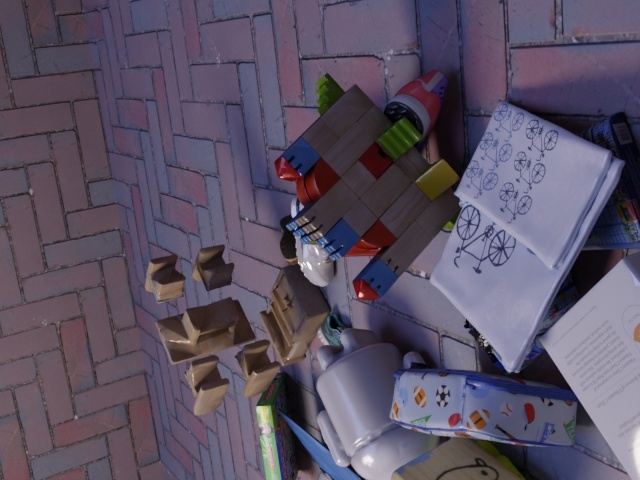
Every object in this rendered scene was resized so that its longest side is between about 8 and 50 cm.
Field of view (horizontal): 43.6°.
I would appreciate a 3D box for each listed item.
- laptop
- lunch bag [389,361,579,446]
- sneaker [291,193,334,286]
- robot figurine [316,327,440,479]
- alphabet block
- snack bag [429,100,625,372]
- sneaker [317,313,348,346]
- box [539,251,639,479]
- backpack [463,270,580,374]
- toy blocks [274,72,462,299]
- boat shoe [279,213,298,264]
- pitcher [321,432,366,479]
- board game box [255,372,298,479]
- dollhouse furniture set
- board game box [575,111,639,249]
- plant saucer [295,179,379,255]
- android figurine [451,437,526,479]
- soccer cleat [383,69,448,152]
[{"bbox_3d":[0.007,0.696,1.992,0.382,0.236,0.408,24,94,55],"label":"laptop"},{"bbox_3d":[0.276,0.281,1.373,0.303,0.243,0.115,-7,74,61],"label":"lunch bag"},{"bbox_3d":[0.000,0.000,1.876,0.095,0.090,0.235,-1,112,33],"label":"sneaker"},{"bbox_3d":[0.123,0.357,1.689,0.300,0.200,0.353,-40,61,27],"label":"robot figurine"},{"bbox_3d":[0.252,0.504,1.440,0.197,0.192,0.193,34,133,44],"label":"alphabet block"},{"bbox_3d":[0.283,-0.020,1.217,0.342,0.037,0.323,-68,24,17],"label":"snack bag"},{"bbox_3d":[0.049,0.242,1.917,0.166,0.065,0.076,48,137,38],"label":"sneaker"},{"bbox_3d":[0.484,0.198,1.028,0.345,0.168,0.215,61,148,25],"label":"box"},{"bbox_3d":[0.341,0.114,1.266,0.117,0.158,0.173,55,134,18],"label":"backpack"},{"bbox_3d":[0.059,-0.074,1.397,0.381,0.261,0.191,47,161,-8],"label":"toy blocks"},{"bbox_3d":[-0.063,0.005,1.967,0.178,0.064,0.060,-98,-10,-55],"label":"boat shoe"},{"bbox_3d":[0.086,0.493,1.914,0.207,0.125,0.178,52,152,16],"label":"pitcher"},{"bbox_3d":[-0.117,0.558,2.235,0.213,0.046,0.317,-64,-32,-73],"label":"board game box"},{"bbox_3d":[-0.213,0.224,2.017,0.362,0.394,0.256,61,148,26],"label":"dollhouse furniture set"},{"bbox_3d":[0.392,-0.061,1.183,0.194,0.060,0.194,-32,75,59],"label":"board game box"},{"bbox_3d":[0.052,-0.066,1.695,0.259,0.048,0.258,61,155,-13],"label":"plant saucer"},{"bbox_3d":[0.331,0.504,1.551,0.273,0.056,0.248,54,145,31],"label":"android figurine"},{"bbox_3d":[0.160,-0.203,1.506,0.109,0.116,0.318,40,160,6],"label":"soccer cleat"}]
